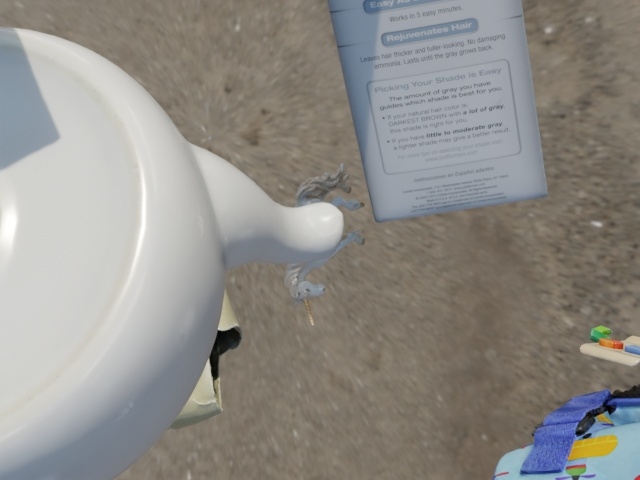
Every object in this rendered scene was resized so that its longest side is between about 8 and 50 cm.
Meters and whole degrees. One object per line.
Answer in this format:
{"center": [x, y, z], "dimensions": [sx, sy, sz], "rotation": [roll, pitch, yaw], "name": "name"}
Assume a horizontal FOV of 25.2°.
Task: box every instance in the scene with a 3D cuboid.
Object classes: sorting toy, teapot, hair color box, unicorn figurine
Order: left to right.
{"center": [-0.158, 0.034, 0.706], "dimensions": [0.256, 0.187, 0.252], "rotation": [19, 72, 18], "name": "teapot"}
{"center": [0.000, 0.000, 1.630], "dimensions": [0.111, 0.060, 0.161], "rotation": [-22, 105, -32], "name": "unicorn figurine"}
{"center": [0.111, -0.211, 1.442], "dimensions": [0.185, 0.113, 0.374], "rotation": [-9, 124, 8], "name": "hair color box"}
{"center": [0.232, 0.081, 1.115], "dimensions": [0.062, 0.083, 0.012], "rotation": [-6, 103, -38], "name": "sorting toy"}

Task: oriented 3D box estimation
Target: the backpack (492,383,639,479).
{"center": [0.141, 0.103, 0.334], "dimensions": [0.117, 0.173, 0.158], "rotation": [16, 71, -46], "name": "backpack"}

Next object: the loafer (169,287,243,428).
{"center": [-0.129, 0.082, 1.563], "dimensions": [0.092, 0.102, 0.268], "rotation": [5, 70, 8], "name": "loafer"}
